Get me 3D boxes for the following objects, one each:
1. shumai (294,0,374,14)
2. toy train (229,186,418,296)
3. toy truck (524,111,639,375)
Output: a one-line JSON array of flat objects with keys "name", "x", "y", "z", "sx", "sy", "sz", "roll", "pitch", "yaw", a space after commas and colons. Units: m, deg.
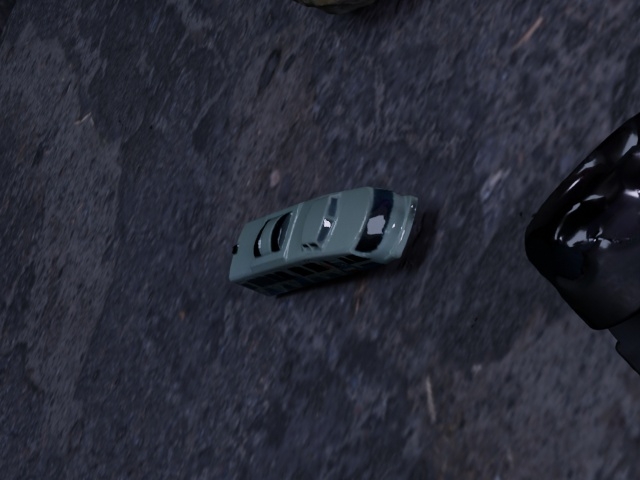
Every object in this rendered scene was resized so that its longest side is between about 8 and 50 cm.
[{"name": "shumai", "x": -0.035, "y": -0.311, "z": 1.258, "sx": 0.267, "sy": 0.262, "sz": 0.314, "roll": -50, "pitch": 28, "yaw": 40}, {"name": "toy train", "x": 0.000, "y": 0.000, "z": 1.146, "sx": 0.207, "sy": 0.047, "sz": 0.043, "roll": -16, "pitch": 55, "yaw": 66}, {"name": "toy truck", "x": 0.187, "y": -0.020, "z": 0.611, "sx": 0.165, "sy": 0.147, "sz": 0.224, "roll": -47, "pitch": 3, "yaw": -40}]
